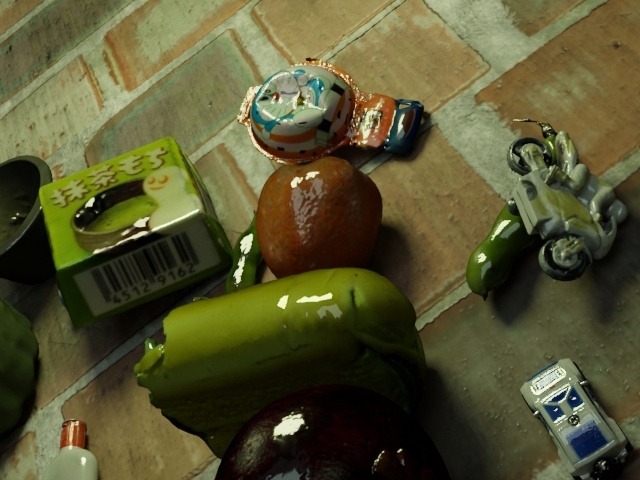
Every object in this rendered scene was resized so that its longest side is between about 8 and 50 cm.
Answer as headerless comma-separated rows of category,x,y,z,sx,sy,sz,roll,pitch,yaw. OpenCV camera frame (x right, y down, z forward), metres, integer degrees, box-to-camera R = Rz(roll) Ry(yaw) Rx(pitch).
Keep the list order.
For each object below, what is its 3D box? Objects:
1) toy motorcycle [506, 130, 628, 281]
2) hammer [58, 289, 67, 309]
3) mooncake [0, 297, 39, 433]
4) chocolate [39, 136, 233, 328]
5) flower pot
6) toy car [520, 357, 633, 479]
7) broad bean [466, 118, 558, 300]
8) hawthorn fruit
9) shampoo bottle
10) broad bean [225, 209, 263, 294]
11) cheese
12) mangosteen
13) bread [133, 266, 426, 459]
toy motorcycle,0.339,-0.050,1.369,0.151,0.074,0.228,-6,60,-9
hammer,-0.435,0.045,1.898,0.116,0.069,0.194,-32,39,12
mooncake,-0.681,0.244,1.824,0.356,0.194,0.356,-18,52,25
chocolate,-0.334,-0.028,1.773,0.301,0.137,0.288,-22,42,-7
flower pot,-0.590,-0.017,1.988,0.269,0.166,0.269,-17,48,21
toy car,0.305,0.217,1.209,0.080,0.070,0.170,-34,42,8
broad bean,0.284,-0.046,1.449,0.098,0.056,0.318,0,54,36
hawthorn fruit,0.000,0.000,1.538,0.199,0.199,0.251,-15,61,26
shampoo bottle,-0.398,0.387,1.601,0.108,0.051,0.220,-26,45,20
broad bean,-0.127,0.063,1.670,0.060,0.043,0.297,-7,53,18
cheese,0.013,-0.214,1.732,0.329,0.129,0.216,12,69,22
mangosteen,-0.003,0.332,1.201,0.347,0.307,0.306,-32,37,49
bread,-0.035,0.161,1.387,0.377,0.251,0.208,-14,33,30
